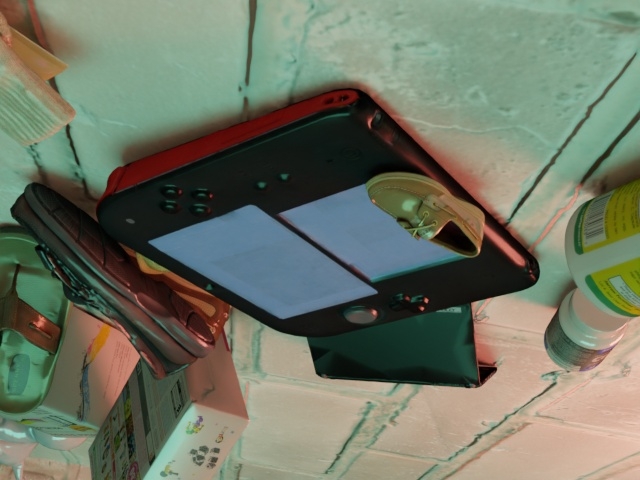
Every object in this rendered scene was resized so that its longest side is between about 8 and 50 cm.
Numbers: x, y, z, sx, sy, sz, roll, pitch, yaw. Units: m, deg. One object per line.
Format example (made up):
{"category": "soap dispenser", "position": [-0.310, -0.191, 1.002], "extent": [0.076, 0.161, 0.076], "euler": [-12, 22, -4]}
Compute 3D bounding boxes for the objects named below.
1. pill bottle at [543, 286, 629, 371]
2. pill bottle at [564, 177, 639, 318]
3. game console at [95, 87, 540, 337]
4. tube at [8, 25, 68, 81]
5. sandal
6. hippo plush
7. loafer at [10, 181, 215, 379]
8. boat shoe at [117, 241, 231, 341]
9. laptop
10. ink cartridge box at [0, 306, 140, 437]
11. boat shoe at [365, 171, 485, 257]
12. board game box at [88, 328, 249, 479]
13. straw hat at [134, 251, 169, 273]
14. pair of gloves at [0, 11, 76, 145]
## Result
{"category": "pill bottle", "position": [0.309, 0.098, 1.043], "extent": [0.078, 0.078, 0.137], "euler": [7, 156, 5]}
{"category": "pill bottle", "position": [0.318, -0.012, 0.753], "extent": [0.118, 0.117, 0.208], "euler": [21, 153, -24]}
{"category": "game console", "position": [0.000, 0.000, 0.947], "extent": [0.342, 0.060, 0.387], "euler": [-13, 148, 34]}
{"category": "tube", "position": [-0.324, -0.133, 0.803], "extent": [0.240, 0.062, 0.070], "euler": [-22, 176, 42]}
{"category": "sandal", "position": [-0.395, 0.121, 1.201], "extent": [0.120, 0.086, 0.302], "euler": [7, 116, -9]}
{"category": "hippo plush", "position": [-0.546, 0.323, 1.649], "extent": [0.237, 0.294, 0.234], "euler": [-11, 171, 23]}
{"category": "loafer", "position": [-0.252, 0.062, 1.052], "extent": [0.095, 0.109, 0.302], "euler": [-40, 120, 7]}
{"category": "boat shoe", "position": [-0.231, 0.066, 1.152], "extent": [0.258, 0.095, 0.095], "euler": [21, 153, -23]}
{"category": "laptop", "position": [0.117, 0.132, 1.272], "extent": [0.235, 0.136, 0.264], "euler": [1, 180, 19]}
{"category": "ink cartridge box", "position": [-0.434, 0.208, 1.452], "extent": [0.171, 0.168, 0.233], "euler": [-7, 151, 32]}
{"category": "boat shoe", "position": [0.099, -0.022, 0.817], "extent": [0.135, 0.045, 0.050], "euler": [20, 144, -29]}
{"category": "board game box", "position": [-0.232, 0.285, 1.312], "extent": [0.098, 0.224, 0.303], "euler": [22, 113, -27]}
{"category": "straw hat", "position": [-0.187, 0.008, 1.053], "extent": [0.145, 0.061, 0.144], "euler": [9, 156, 4]}
{"category": "pair of gloves", "position": [-0.345, -0.138, 0.738], "extent": [0.240, 0.042, 0.204], "euler": [-10, 129, 31]}
